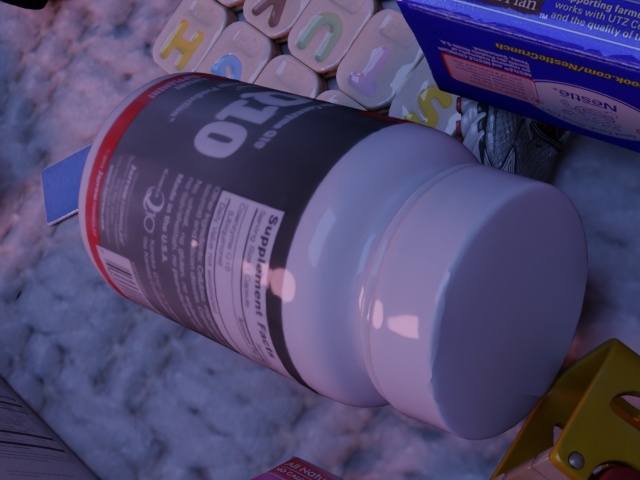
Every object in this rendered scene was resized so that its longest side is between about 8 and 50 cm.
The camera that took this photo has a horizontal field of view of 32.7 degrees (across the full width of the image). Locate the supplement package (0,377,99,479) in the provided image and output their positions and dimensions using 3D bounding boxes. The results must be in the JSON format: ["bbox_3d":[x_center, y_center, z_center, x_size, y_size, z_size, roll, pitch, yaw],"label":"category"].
[{"bbox_3d":[-0.343,0.185,0.812,0.263,0.198,0.199,35,96,35],"label":"supplement package"}]

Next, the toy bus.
[{"bbox_3d":[0.189,0.140,0.548,0.191,0.202,0.104,11,51,41],"label":"toy bus"}]

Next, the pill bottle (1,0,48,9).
[{"bbox_3d":[-0.237,-0.316,0.932,0.123,0.123,0.219,42,112,34],"label":"pill bottle"}]

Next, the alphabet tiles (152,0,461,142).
[{"bbox_3d":[-0.010,-0.129,0.807,0.284,0.021,0.278,41,99,33],"label":"alphabet tiles"}]

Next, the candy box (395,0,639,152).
[{"bbox_3d":[0.229,-0.199,0.565,0.268,0.122,0.317,21,81,22],"label":"candy box"}]

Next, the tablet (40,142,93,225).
[{"bbox_3d":[-0.200,-0.050,0.910,0.083,0.006,0.054,-24,65,25],"label":"tablet"}]

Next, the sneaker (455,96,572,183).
[{"bbox_3d":[0.150,-0.114,0.663,0.093,0.088,0.225,17,85,33],"label":"sneaker"}]

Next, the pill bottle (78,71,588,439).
[{"bbox_3d":[0.000,0.000,0.640,0.283,0.161,0.161,20,87,41],"label":"pill bottle"}]

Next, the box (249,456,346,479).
[{"bbox_3d":[0.048,0.248,0.556,0.300,0.154,0.142,19,113,35],"label":"box"}]
